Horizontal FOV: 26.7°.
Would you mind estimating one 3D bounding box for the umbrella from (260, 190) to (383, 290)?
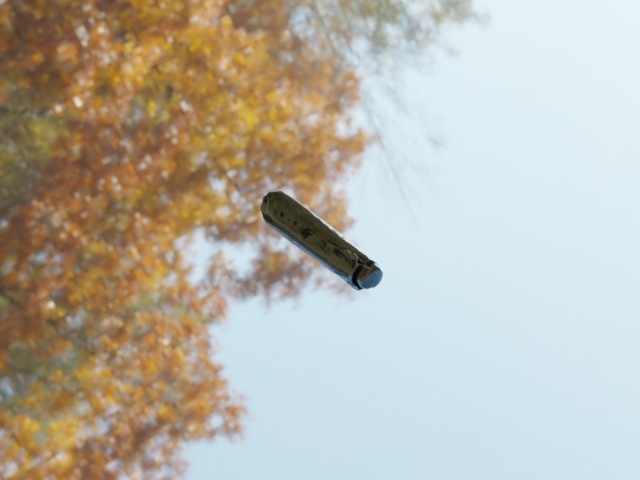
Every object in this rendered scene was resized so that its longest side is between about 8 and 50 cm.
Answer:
[{"bbox_3d":[0.001,0.001,1.061,0.036,0.031,0.133,7,-157,-45],"label":"umbrella"}]
